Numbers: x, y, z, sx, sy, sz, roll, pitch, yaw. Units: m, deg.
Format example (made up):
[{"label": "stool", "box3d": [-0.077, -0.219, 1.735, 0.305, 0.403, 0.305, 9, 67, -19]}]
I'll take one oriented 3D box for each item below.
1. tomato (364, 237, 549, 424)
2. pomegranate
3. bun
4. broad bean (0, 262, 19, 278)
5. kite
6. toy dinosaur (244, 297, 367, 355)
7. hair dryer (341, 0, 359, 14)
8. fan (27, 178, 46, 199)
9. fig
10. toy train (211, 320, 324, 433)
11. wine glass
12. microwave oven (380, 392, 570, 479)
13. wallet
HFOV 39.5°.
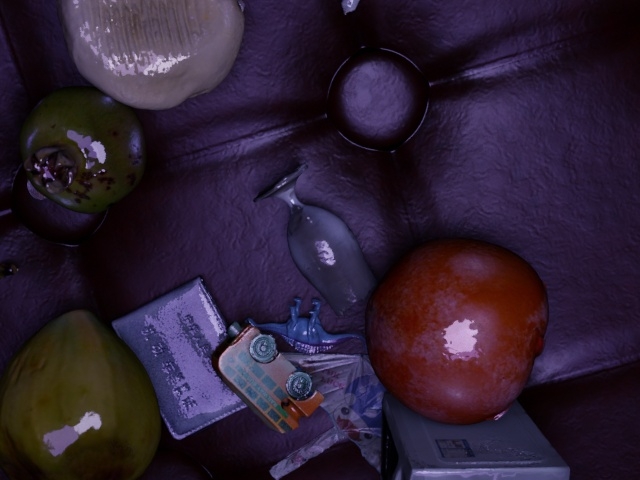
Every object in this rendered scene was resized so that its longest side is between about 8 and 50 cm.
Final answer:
[{"label": "tomato", "box3d": [0.182, 0.122, 1.249, 0.265, 0.265, 0.265, 0, 100, 0]}, {"label": "pomegranate", "box3d": [-0.343, -0.132, 1.239, 0.179, 0.210, 0.179, -3, 81, 18]}, {"label": "bun", "box3d": [-0.236, -0.298, 1.232, 0.259, 0.160, 0.259, 2, 83, -13]}, {"label": "broad bean", "box3d": [-0.601, 0.094, 1.361, 0.297, 0.043, 0.060, -29, 108, 4]}, {"label": "kite", "box3d": [0.052, 0.290, 1.408, 0.314, 0.011, 0.335, -39, 97, 7]}, {"label": "toy dinosaur", "box3d": [-0.020, 0.134, 1.365, 0.197, 0.045, 0.080, 11, 113, 5]}, {"label": "hair dryer", "box3d": [0.071, -0.384, 1.273, 0.082, 0.047, 0.137, 26, 105, -5]}, {"label": "fan", "box3d": [-0.411, -0.100, 1.345, 0.060, 0.003, 0.080, 6, 100, -1]}, {"label": "fig", "box3d": [-0.351, 0.236, 1.300, 0.239, 0.239, 0.271, 1, 77, 0]}, {"label": "toy train", "box3d": [-0.085, 0.203, 1.338, 0.099, 0.072, 0.188, -46, 102, -10]}, {"label": "wine glass", "box3d": [0.000, 0.000, 1.312, 0.103, 0.103, 0.222, -33, 99, 6]}, {"label": "microwave oven", "box3d": [0.205, 0.347, 1.268, 0.237, 0.295, 0.181, 1, 99, -3]}, {"label": "wallet", "box3d": [-0.202, 0.185, 1.378, 0.167, 0.036, 0.222, -26, 99, 5]}]
